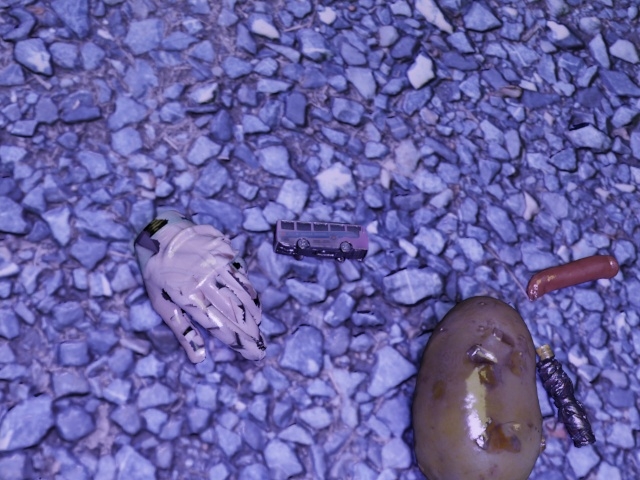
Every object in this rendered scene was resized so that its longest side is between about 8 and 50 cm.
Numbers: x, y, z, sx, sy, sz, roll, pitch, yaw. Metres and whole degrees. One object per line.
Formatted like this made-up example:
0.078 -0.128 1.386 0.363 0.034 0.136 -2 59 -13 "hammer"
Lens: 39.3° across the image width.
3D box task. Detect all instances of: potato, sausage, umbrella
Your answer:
0.193 0.194 1.120 0.164 0.165 0.263 7 67 -11 "potato"
0.365 0.051 1.303 0.157 0.036 0.042 -15 56 -20 "sausage"
0.327 0.209 1.210 0.040 0.037 0.144 -1 61 -44 "umbrella"

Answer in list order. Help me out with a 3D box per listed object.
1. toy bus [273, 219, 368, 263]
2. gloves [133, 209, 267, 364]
0.000 0.000 1.237 0.130 0.037 0.052 4 58 -11 "toy bus"
-0.142 0.065 1.130 0.212 0.111 0.127 42 56 18 "gloves"
